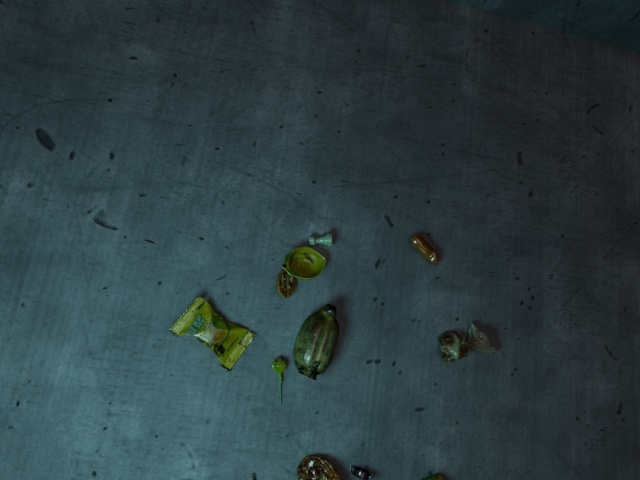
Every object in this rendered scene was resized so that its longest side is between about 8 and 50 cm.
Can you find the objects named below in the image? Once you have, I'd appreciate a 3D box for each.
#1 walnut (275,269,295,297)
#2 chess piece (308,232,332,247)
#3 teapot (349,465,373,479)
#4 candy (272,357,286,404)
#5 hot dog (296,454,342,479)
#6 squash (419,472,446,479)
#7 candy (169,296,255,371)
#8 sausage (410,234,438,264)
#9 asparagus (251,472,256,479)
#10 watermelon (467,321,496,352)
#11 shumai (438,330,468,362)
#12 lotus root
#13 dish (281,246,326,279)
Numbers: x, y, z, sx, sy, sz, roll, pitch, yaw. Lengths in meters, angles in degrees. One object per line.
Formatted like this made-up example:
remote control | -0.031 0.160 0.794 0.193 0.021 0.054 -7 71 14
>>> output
walnut | -0.157 0.189 1.874 0.091 0.052 0.121 13 69 -35
chess piece | 0.000 0.000 1.940 0.103 0.067 0.067 -4 80 -3
teapot | 0.166 0.944 1.782 0.100 0.068 0.045 10 71 26
candy | -0.170 0.582 1.802 0.058 0.062 0.194 -1 89 -9
hot dog | 0.001 0.965 1.731 0.160 0.099 0.227 -35 84 -16
squash | 0.400 1.074 1.823 0.252 0.169 0.093 -35 83 18
candy | -0.435 0.377 1.774 0.297 0.081 0.187 40 75 -12
sausage | 0.484 0.039 2.027 0.183 0.054 0.062 44 107 -2
asparagus | -0.247 0.979 1.720 0.015 0.018 0.127 -14 80 -48
watermelon | 0.729 0.464 1.986 0.155 0.080 0.101 39 83 -17
shumai | 0.595 0.470 1.930 0.145 0.116 0.146 2 78 -9
lotus root | -0.007 0.413 1.810 0.173 0.173 0.309 23 76 -6
dish | -0.079 0.111 1.881 0.207 0.080 0.149 -6 66 -25
